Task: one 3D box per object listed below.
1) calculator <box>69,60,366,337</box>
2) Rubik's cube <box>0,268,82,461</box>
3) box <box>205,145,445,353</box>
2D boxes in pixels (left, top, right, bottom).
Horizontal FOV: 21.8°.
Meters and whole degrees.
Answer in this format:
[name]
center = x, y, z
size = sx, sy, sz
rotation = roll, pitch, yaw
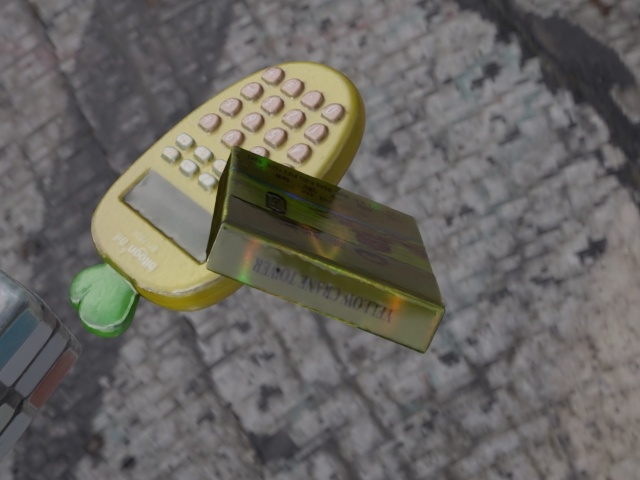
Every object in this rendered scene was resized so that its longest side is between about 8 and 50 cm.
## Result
[calculator]
center = -0.068, -0.027, 1.071
size = 0.235, 0.032, 0.146
rotation = -45, 44, -9
[Rubik's cube]
center = -0.353, 0.084, 1.161
size = 0.256, 0.253, 0.259
rotation = 35, 77, 9
[box]
center = 0.000, 0.000, 0.913
size = 0.121, 0.193, 0.030
rotation = 21, 102, -7
